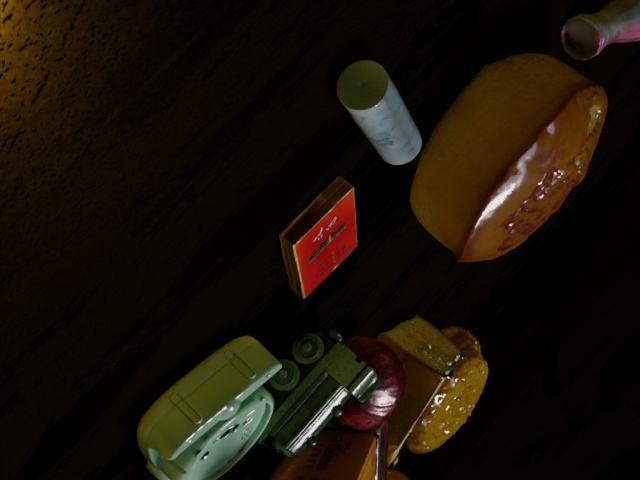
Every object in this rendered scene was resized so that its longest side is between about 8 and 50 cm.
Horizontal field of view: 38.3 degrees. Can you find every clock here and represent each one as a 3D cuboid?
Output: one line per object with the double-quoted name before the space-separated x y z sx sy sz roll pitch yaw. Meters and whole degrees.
"clock" -0.117 0.203 1.003 0.159 0.066 0.210 -38 156 -27

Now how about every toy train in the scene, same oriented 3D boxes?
"toy train" -0.017 0.189 1.119 0.170 0.111 0.071 -48 154 -8

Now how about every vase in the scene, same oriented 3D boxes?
"vase" 0.399 -0.292 1.205 0.214 0.086 0.086 -28 150 -36

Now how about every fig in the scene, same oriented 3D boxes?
"fig" 0.050 0.183 1.240 0.128 0.128 0.150 -44 143 -17

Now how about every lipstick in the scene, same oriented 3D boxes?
"lipstick" 0.058 -0.114 0.852 0.048 0.048 0.158 -51 159 1

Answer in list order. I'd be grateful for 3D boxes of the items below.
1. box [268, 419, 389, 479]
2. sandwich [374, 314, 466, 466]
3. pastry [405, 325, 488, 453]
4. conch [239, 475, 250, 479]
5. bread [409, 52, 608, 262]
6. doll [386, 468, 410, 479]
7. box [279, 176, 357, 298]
"box" 0.003 0.399 1.214 0.415 0.116 0.264 -35 127 -73
"sandwich" 0.123 0.242 1.468 0.122 0.128 0.235 -28 150 -52
"pastry" 0.215 0.277 1.694 0.240 0.132 0.235 -16 141 -57
"conch" -0.143 0.417 1.170 0.313 0.186 0.240 21 84 -53
"bread" 0.223 -0.091 1.082 0.270 0.148 0.269 -41 156 -22
"doll" 0.085 0.578 1.912 0.256 0.196 0.152 -42 121 -10
"box" 0.000 0.000 0.961 0.090 0.023 0.133 -45 159 -19
